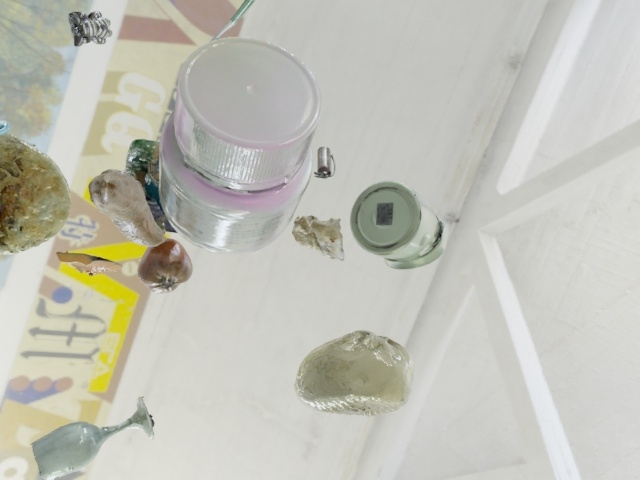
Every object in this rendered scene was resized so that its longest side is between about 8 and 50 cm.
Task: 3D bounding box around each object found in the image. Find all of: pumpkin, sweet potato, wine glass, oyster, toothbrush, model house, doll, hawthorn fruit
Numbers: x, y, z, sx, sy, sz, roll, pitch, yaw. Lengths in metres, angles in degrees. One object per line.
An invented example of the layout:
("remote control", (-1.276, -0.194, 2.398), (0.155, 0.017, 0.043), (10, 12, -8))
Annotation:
("pumpkin", (-0.429, 0.045, 0.971), (0.101, 0.073, 0.035), (3, -109, 27))
("sweet potato", (-0.381, -0.077, 1.017), (0.114, 0.092, 0.341), (51, -13, 11))
("wine glass", (-0.649, 0.569, 1.517), (0.143, 0.321, 0.143), (30, -54, 51))
("oyster", (-0.007, -0.014, 1.807), (0.107, 0.233, 0.161), (-30, -131, 31))
("toothbrush", (-0.153, -0.423, 0.984), (0.257, 0.018, 0.024), (-23, -83, 52))
("model house", (-0.594, -0.174, 1.920), (0.312, 0.245, 0.280), (147, -52, -60))
("doll", (-0.650, -0.597, 1.479), (0.219, 0.067, 0.091), (-79, 170, -67))
("hawthorn fruit", (-0.591, 0.076, 1.993), (0.199, 0.199, 0.251), (-51, -140, 27))

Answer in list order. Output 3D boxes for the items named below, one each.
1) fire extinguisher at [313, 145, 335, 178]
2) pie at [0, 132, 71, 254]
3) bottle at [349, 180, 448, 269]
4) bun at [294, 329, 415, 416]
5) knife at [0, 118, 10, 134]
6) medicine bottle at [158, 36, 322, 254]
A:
("fire extinguisher", (0.012, -0.223, 1.547), (0.158, 0.064, 0.043), (-91, -167, -52))
("pie", (-0.837, -0.127, 1.388), (0.077, 0.339, 0.339), (-129, -121, -72))
("bottle", (0.248, -0.027, 1.539), (0.229, 0.352, 0.229), (-6, -102, 28))
("bun", (0.088, 0.389, 1.525), (0.362, 0.326, 0.234), (-30, -123, 45))
("knife", (-0.660, -0.194, 0.940), (0.064, 0.222, 0.031), (29, -61, 10))
("medicine bottle", (-0.130, -0.137, 0.835), (0.302, 0.241, 0.241), (121, -35, -58))
